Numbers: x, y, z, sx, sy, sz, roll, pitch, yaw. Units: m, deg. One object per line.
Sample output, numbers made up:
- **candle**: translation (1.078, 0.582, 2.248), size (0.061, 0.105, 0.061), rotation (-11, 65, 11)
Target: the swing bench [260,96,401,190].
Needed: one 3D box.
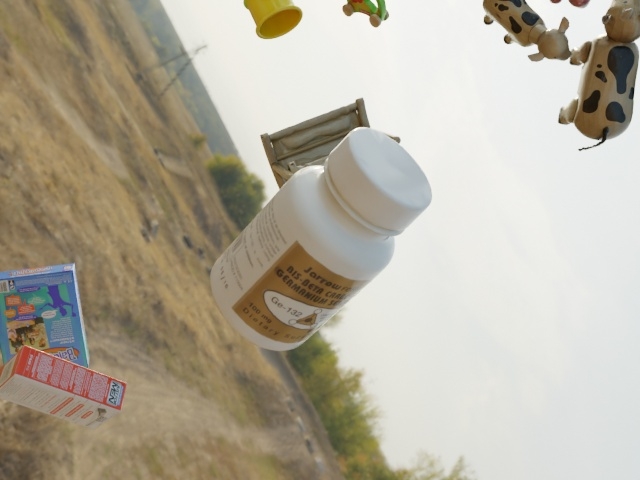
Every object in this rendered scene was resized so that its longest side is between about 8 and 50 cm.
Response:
- **swing bench**: translation (0.032, -0.165, 1.752), size (0.255, 0.253, 0.165), rotation (-121, -169, -56)

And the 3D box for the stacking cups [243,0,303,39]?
- **stacking cups**: translation (-0.143, -0.527, 1.480), size (0.316, 0.096, 0.096), rotation (62, -4, 13)

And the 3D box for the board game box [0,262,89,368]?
- **board game box**: translation (-0.547, 0.158, 1.555), size (0.047, 0.160, 0.210), rotation (-126, -148, -69)

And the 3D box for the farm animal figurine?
- **farm animal figurine**: translation (0.431, -0.303, 1.250), size (0.172, 0.330, 0.327), rotation (-75, 157, -84)

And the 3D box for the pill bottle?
- **pill bottle**: translation (0.000, 0.000, 0.805), size (0.131, 0.229, 0.131), rotation (29, 35, -23)

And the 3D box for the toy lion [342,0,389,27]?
- **toy lion**: translation (0.071, -0.431, 1.389), size (0.100, 0.034, 0.096), rotation (31, -29, 29)

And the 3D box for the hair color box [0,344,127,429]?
- **hair color box**: translation (-0.389, 0.222, 1.194), size (0.167, 0.093, 0.053), rotation (29, 45, -27)
